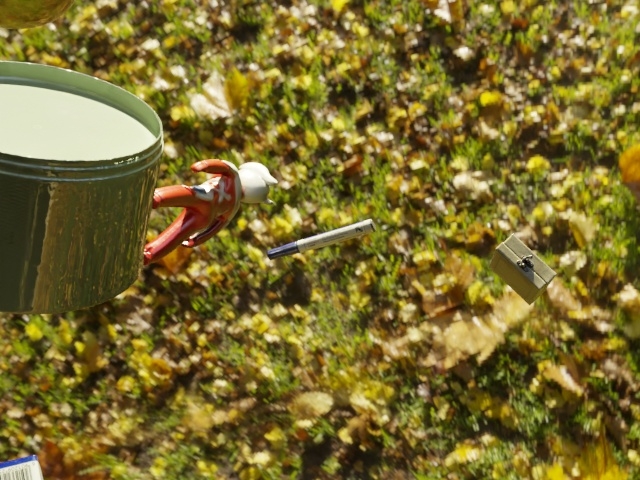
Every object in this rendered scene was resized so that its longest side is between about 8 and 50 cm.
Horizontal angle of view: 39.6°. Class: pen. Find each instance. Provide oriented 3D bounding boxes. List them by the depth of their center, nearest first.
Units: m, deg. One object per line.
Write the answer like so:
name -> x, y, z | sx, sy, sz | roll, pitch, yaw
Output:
pen -> 0.000, 0.000, 1.573 | 0.204, 0.025, 0.025 | -16, 60, 16

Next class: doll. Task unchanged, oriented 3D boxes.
doll -> -0.221, -0.078, 1.777 | 0.099, 0.188, 0.384 | 30, 31, 25

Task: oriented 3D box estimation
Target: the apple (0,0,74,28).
apple -> -0.509, -0.462, 1.424 | 0.246, 0.246, 0.226 | 32, 33, 28

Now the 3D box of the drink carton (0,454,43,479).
drink carton -> -0.475, 0.519, 1.425 | 0.107, 0.130, 0.314 | -12, 60, -18

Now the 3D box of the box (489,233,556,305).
box -> 0.267, 0.039, 1.182 | 0.035, 0.083, 0.079 | -42, 75, -11

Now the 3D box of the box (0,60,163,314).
box -> -0.266, -0.055, 0.820 | 0.226, 0.149, 0.226 | 13, 27, -7
